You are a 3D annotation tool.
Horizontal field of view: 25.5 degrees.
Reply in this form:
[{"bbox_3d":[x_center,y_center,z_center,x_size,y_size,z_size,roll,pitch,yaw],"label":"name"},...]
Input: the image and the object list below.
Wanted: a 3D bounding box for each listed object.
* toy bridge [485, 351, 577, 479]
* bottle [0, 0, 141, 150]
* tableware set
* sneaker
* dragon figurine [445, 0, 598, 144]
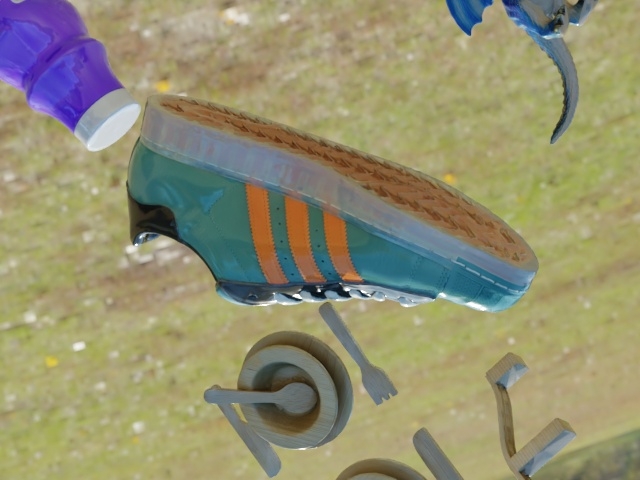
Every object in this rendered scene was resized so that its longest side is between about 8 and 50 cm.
[{"bbox_3d":[0.193,0.181,1.234,0.063,0.188,0.026,-46,139,15],"label":"toy bridge"},{"bbox_3d":[-0.288,-0.206,1.357,0.092,0.283,0.118,-47,170,21],"label":"bottle"},{"bbox_3d":[0.008,0.151,0.965,0.128,0.194,0.039,-38,176,27],"label":"tableware set"},{"bbox_3d":[0.000,0.000,0.984,0.302,0.121,0.108,23,-161,19],"label":"sneaker"},{"bbox_3d":[0.170,-0.237,1.286,0.144,0.289,0.085,13,-138,35],"label":"dragon figurine"}]
